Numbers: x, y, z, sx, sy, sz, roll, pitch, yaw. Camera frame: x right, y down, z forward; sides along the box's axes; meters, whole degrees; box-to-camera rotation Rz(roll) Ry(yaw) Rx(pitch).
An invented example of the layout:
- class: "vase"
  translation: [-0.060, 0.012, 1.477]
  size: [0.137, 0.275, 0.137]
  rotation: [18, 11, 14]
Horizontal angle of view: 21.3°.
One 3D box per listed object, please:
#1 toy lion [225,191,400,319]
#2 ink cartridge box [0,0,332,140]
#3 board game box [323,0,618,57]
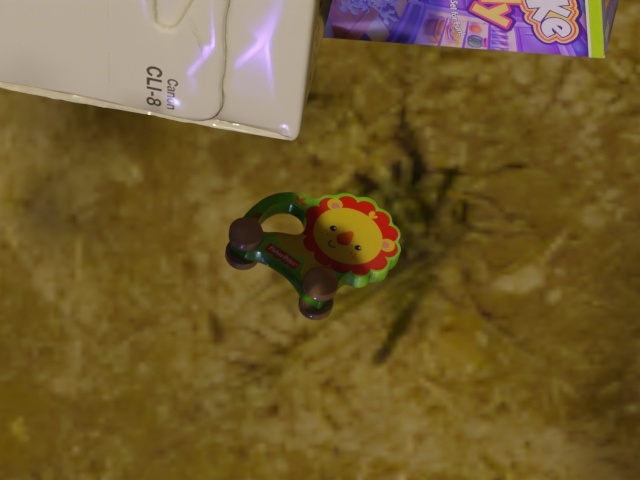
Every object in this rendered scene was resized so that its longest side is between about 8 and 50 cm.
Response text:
- class: "toy lion"
  translation: [0.000, 0.000, 1.151]
  size: [0.100, 0.096, 0.034]
  rotation: [33, 147, 15]
- class: "ink cartridge box"
  translation: [-0.048, -0.145, 0.567]
  size: [0.128, 0.127, 0.176]
  rotation: [97, -177, -50]
- class: "board game box"
  translation: [0.071, -0.275, 1.122]
  size: [0.233, 0.347, 0.078]
  rotation: [6, 53, 17]
